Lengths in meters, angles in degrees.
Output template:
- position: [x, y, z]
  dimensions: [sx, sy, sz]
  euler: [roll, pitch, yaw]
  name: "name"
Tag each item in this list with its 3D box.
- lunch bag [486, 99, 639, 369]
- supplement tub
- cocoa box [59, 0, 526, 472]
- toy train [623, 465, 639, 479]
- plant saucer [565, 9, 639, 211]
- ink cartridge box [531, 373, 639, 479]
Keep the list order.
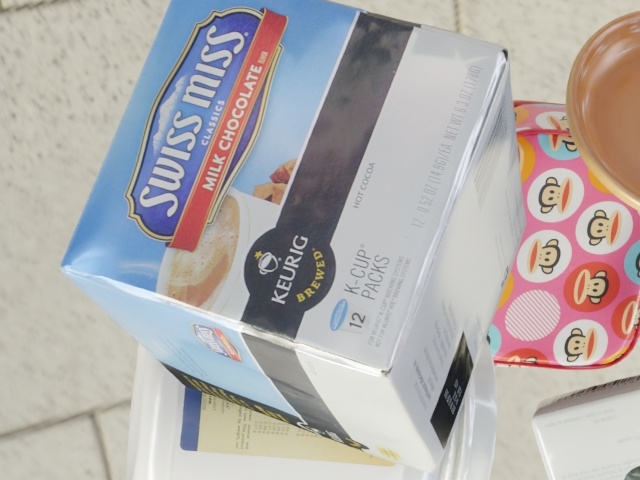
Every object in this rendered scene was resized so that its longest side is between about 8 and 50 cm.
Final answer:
- position: [0.275, -0.002, 1.798]
  dimensions: [0.258, 0.120, 0.293]
  euler: [4, 113, -14]
  name: "lunch bag"
- position: [-0.013, 0.164, 1.519]
  dimensions: [0.316, 0.228, 0.228]
  euler: [6, 111, -9]
  name: "supplement tub"
- position: [0.000, 0.000, 1.169]
  dimensions: [0.228, 0.347, 0.231]
  euler: [18, 76, 14]
  name: "cocoa box"
- position: [0.250, 0.162, 0.735]
  dimensions: [0.190, 0.334, 0.142]
  euler: [-4, 89, 1]
  name: "toy train"
- position: [0.293, -0.096, 1.329]
  dimensions: [0.200, 0.200, 0.037]
  euler: [-12, 157, -14]
  name: "plant saucer"
- position: [0.422, 0.314, 1.692]
  dimensions: [0.308, 0.091, 0.385]
  euler: [-17, 93, 21]
  name: "ink cartridge box"
